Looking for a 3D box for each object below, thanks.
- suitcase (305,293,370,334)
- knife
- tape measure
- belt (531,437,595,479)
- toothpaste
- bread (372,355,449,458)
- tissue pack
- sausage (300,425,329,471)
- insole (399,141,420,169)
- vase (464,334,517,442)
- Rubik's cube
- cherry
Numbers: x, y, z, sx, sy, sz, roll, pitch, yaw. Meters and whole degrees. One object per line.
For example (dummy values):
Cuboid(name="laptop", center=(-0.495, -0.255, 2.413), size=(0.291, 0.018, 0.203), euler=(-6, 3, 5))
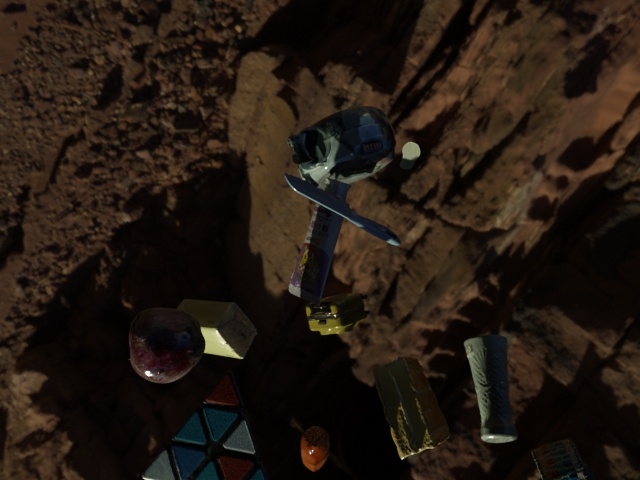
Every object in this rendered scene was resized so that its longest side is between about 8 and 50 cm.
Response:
Cuboid(name="suitcase", center=(0.072, 0.308, 2.470), size=(0.194, 0.143, 0.235), euler=(-10, -178, 40))
Cuboid(name="knife", center=(0.053, -0.064, 1.243), size=(0.313, 0.044, 0.019), euler=(27, 142, -27))
Cuboid(name="tape measure", center=(0.060, -0.227, 1.515), size=(0.275, 0.147, 0.256), euler=(-20, 171, -3))
Cuboid(name="belt", center=(0.692, 0.686, 1.652), size=(0.150, 0.257, 0.207), euler=(-23, -165, 14))
Cuboid(name="toothpaste", center=(0.000, 0.000, 1.426), size=(0.073, 0.114, 0.298), euler=(14, 94, -49))
Cuboid(name="bread", center=(0.243, 0.429, 1.554), size=(0.111, 0.239, 0.246), euler=(-24, 159, 15))
Cuboid(name="tissue pack", center=(-0.342, 0.279, 1.883), size=(0.159, 0.234, 0.125), euler=(58, 47, -36))
Cuboid(name="sausage", center=(-0.020, 0.716, 2.028), size=(0.097, 0.094, 0.348), euler=(-44, 159, -23))
Cuboid(name="insole", center=(0.254, -0.241, 1.688), size=(0.152, 0.053, 0.002), euler=(102, 3, -69))
Cuboid(name="vase", center=(0.375, 0.323, 1.288), size=(0.096, 0.219, 0.096), euler=(0, 150, 0))
Cuboid(name="Rubik's cube", center=(-0.259, 0.414, 1.213), size=(0.234, 0.284, 0.249), euler=(-17, 112, -15))
Cuboid(name="cherry", center=(-0.385, 0.255, 1.478), size=(0.195, 0.195, 0.195), euler=(-39, 155, -22))
